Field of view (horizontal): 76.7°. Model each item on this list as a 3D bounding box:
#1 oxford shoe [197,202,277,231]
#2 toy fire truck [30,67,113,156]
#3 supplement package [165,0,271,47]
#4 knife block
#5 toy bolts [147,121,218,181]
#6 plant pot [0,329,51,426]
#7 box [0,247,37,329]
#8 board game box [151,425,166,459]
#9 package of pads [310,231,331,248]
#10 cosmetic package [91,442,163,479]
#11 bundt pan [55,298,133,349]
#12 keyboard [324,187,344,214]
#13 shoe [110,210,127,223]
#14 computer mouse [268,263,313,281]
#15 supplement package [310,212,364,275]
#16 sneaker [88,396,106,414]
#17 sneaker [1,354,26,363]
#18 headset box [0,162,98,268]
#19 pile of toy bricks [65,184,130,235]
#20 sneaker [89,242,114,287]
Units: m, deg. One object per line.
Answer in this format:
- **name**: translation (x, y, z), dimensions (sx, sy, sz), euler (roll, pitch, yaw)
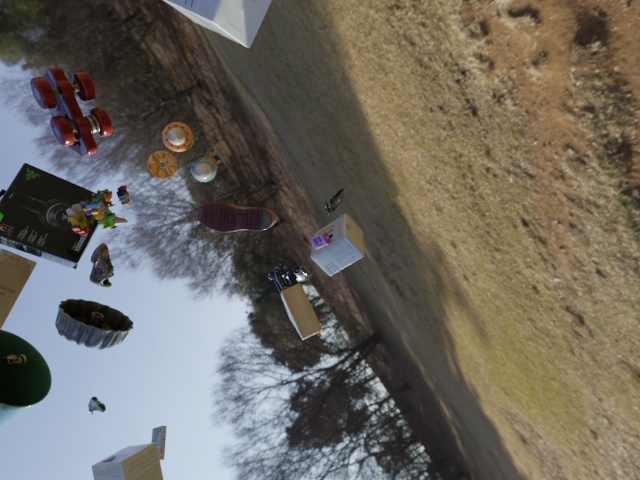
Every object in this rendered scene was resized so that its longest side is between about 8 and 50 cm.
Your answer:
- **oxford shoe**: translation (-0.356, -0.094, 1.747), dimensions (0.130, 0.348, 0.123), euler (-18, -64, -77)
- **toy fire truck**: translation (-0.894, -0.447, 1.436), dimensions (0.254, 0.169, 0.302), euler (1, 116, 47)
- **supplement package**: translation (-0.269, -0.607, 1.006), dimensions (0.244, 0.134, 0.139), euler (36, -166, 26)
- **knife block**: translation (-0.104, 0.232, 1.631), dimensions (0.276, 0.088, 0.242), euler (40, 151, 64)
- **toy bolts**: translation (-0.482, -0.276, 1.419), dimensions (0.228, 0.218, 0.158), euler (39, -178, -20)
- **plant pot**: translation (-1.041, 0.458, 1.230), dimensions (0.293, 0.235, 0.293), euler (50, 178, 3)
- **box**: translation (-1.263, 0.194, 1.557), dimensions (0.148, 0.121, 0.311), euler (45, -127, -54)
- **board game box**: translation (-0.811, 1.016, 2.022), dimensions (0.026, 0.103, 0.154), euler (22, -130, -41)
- **package of pads**: translation (0.000, 0.000, 1.583), dimensions (0.083, 0.032, 0.050), euler (-23, 107, 49)
- **cosmetic package**: translation (-0.653, 0.823, 1.386), dimensions (0.151, 0.151, 0.183), euler (2, -108, -67)
- **bundt pan**: translation (-1.048, 0.395, 1.861), dimensions (0.331, 0.124, 0.331), euler (25, 179, 0)
- **keyboard**: translation (0.046, -0.147, 1.484), dimensions (0.038, 0.100, 0.192), euler (39, 179, 6)
- **shoe**: translation (-1.002, -0.116, 1.928), dimensions (0.178, 0.063, 0.081), euler (-6, -93, -64)
- **computer mouse**: translation (-0.121, 0.173, 2.037), dimensions (0.272, 0.188, 0.072), euler (11, -117, -66)
- **supplement package**: translation (0.081, 0.019, 1.903), dimensions (0.149, 0.203, 0.194), euler (45, -153, -25)
- **sneaker**: translation (-1.024, 0.769, 1.845), dimensions (0.098, 0.069, 0.038), euler (32, -175, 26)
- **sneaker**: translation (-1.006, 0.394, 1.327), dimensions (0.037, 0.083, 0.032), euler (-10, -87, -73)
- **headset box**: translation (-0.881, -0.077, 1.309), dimensions (0.283, 0.246, 0.131), euler (27, 153, -24)
- **pile of toy bricks**: translation (-0.615, -0.078, 1.157), dimensions (0.212, 0.118, 0.105), euler (-100, 1, -66)
- **sneaker**: translation (-0.718, 0.085, 1.352), dimensions (0.071, 0.188, 0.066), euler (28, -140, -6)
